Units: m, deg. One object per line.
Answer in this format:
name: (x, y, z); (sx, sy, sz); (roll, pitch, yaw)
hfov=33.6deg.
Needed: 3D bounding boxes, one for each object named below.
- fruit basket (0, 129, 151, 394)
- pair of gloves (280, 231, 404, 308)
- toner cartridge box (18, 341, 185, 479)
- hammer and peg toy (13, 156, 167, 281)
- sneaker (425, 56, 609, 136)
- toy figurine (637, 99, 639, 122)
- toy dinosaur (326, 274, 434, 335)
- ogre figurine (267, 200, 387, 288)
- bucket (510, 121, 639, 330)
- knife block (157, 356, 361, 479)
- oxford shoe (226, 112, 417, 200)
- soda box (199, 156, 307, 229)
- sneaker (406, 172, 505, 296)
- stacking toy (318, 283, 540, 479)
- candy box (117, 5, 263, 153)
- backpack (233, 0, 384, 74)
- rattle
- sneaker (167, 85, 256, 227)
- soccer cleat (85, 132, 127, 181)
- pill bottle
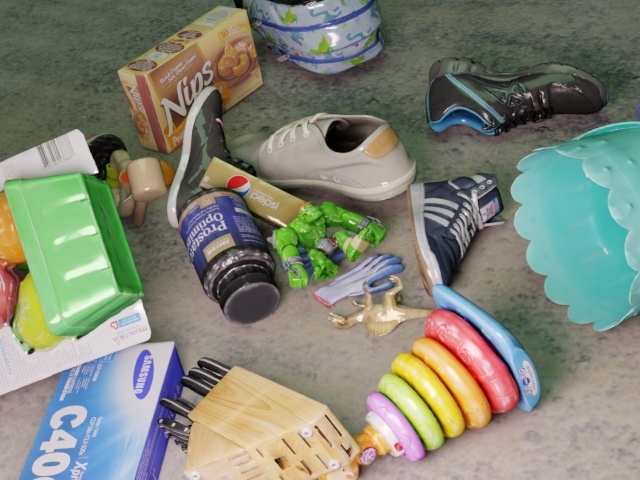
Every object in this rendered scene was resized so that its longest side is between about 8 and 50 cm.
fruit basket: (-0.448, 0.050, 1.559); (0.353, 0.327, 0.165); (-23, -8, 16)
pair of gloves: (0.036, 0.042, 1.727); (0.159, 0.023, 0.198); (-28, 37, -21)
toner cartridge box: (-0.301, 0.283, 1.444); (0.165, 0.075, 0.348); (-5, 35, 9)
hammer and peg toy: (-0.417, -0.004, 1.751); (0.361, 0.266, 0.127); (-16, 70, -6)
sneaker: (0.364, -0.253, 1.991); (0.341, 0.125, 0.139); (5, 66, 19)
toy figurine: (0.615, -0.252, 1.830); (0.217, 0.191, 0.362); (-24, 35, -7)
toy dinosaur: (0.105, 0.104, 1.608); (0.183, 0.053, 0.092); (-6, 50, 21)
ogre figurine: (0.000, 0.000, 1.704); (0.197, 0.097, 0.118); (-42, 59, -16)
bucket: (0.422, -0.030, 1.504); (0.183, 0.281, 0.281); (-20, 35, -18)
knife block: (-0.087, 0.220, 1.388); (0.276, 0.088, 0.242); (-25, 32, 19)
oxford shoe: (-0.018, -0.172, 1.935); (0.449, 0.130, 0.169); (10, 44, 43)
soda box: (-0.113, -0.074, 1.822); (0.181, 0.061, 0.058); (26, 83, 6)
sneaker: (0.223, -0.020, 1.690); (0.153, 0.099, 0.282); (-10, 32, 7)
stacking toy: (0.119, 0.216, 1.364); (0.302, 0.175, 0.166); (-36, 42, -13)
candy box: (-0.264, -0.342, 2.222); (0.088, 0.183, 0.316); (16, 44, 36)
backpack: (-0.002, -0.513, 2.357); (0.290, 0.273, 0.355); (-22, 14, -17)
rattle: (-0.317, -0.106, 1.947); (0.143, 0.130, 0.200); (12, -11, -21)
sneaker: (-0.178, -0.152, 1.953); (0.147, 0.104, 0.295); (3, 63, 12)
soccer cleat: (-0.526, -0.108, 2.065); (0.318, 0.108, 0.116); (-35, 18, -25)
pill bottle: (-0.144, 0.026, 1.702); (0.123, 0.122, 0.219); (-20, 48, -10)
